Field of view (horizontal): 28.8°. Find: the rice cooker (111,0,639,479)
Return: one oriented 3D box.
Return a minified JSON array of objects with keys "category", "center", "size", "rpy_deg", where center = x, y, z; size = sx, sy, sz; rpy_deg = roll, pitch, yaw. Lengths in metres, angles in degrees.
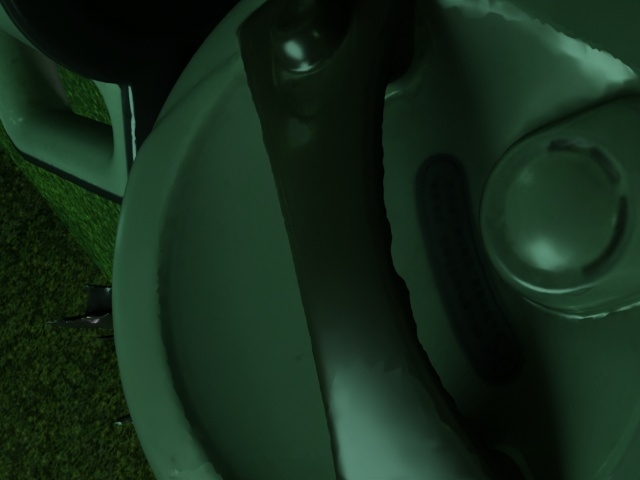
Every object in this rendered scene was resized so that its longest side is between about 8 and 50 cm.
[{"category":"rice cooker","center":[0.088,0.029,0.586],"size":[0.335,0.335,0.325],"rpy_deg":[45,-163,25]}]

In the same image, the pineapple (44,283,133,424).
[{"category":"pineapple","center":[0.002,0.002,0.844],"size":[0.165,0.364,0.165],"rpy_deg":[46,167,14]}]

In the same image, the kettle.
[{"category":"kettle","center":[-0.195,-0.216,0.844],"size":[0.377,0.250,0.361],"rpy_deg":[35,129,43]}]
